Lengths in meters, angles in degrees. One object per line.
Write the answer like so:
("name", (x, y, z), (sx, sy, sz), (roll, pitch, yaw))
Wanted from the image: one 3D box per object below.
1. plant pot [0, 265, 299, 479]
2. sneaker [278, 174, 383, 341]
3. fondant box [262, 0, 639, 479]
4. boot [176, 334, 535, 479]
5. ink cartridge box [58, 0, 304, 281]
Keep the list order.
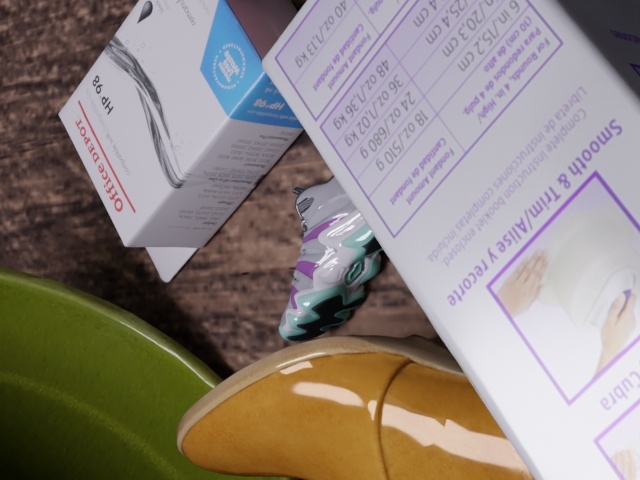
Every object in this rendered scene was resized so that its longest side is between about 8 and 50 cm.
("plant pot", (-0.225, 0.261, 0.723), (0.366, 0.366, 0.353), (51, 133, 31))
("sneaker", (0.000, 0.000, 0.702), (0.098, 0.038, 0.069), (-50, 56, 19))
("fondant box", (0.159, 0.039, 0.414), (0.096, 0.238, 0.330), (-51, 57, 29))
("boot", (0.063, 0.137, 0.593), (0.295, 0.104, 0.211), (-26, 71, 35))
("ink cartridge box", (-0.081, -0.067, 0.760), (0.180, 0.060, 0.104), (-48, 59, 31))
